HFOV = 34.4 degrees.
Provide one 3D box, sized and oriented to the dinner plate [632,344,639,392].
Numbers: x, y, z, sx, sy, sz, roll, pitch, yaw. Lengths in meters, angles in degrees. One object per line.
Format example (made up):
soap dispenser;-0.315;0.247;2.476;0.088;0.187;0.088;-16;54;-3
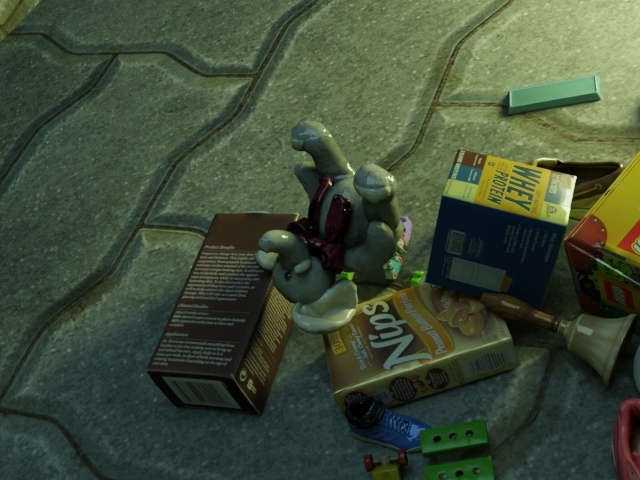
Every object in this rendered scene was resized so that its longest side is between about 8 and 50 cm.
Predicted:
dinner plate;0.544;0.204;1.583;0.141;0.017;0.141;2;93;39

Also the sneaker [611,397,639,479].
sneaker;0.467;0.362;1.454;0.115;0.136;0.314;-16;46;12

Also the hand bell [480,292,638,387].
hand bell;0.375;0.134;1.676;0.242;0.126;0.126;22;61;23

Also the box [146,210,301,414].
box;-0.158;0.129;1.952;0.191;0.143;0.382;1;53;26

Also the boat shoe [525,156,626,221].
boat shoe;0.412;-0.107;1.896;0.342;0.123;0.123;8;54;43

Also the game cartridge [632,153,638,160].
game cartridge;0.632;-0.146;1.928;0.056;0.017;0.083;-38;46;-7

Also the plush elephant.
plush elephant;0.000;0.000;1.796;0.255;0.330;0.272;-39;48;-9

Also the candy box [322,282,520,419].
candy box;0.168;0.174;1.795;0.316;0.088;0.183;-18;43;7

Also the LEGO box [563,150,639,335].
LEGO box;0.702;-0.046;1.677;0.372;0.193;0.500;28;66;40

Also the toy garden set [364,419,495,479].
toy garden set;0.177;0.412;1.606;0.203;0.049;0.244;-12;47;10

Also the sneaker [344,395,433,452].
sneaker;0.111;0.301;1.708;0.152;0.085;0.058;7;53;29

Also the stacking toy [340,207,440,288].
stacking toy;0.148;0.017;1.980;0.166;0.052;0.221;5;54;30

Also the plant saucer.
plant saucer;0.481;-0.304;2.139;0.192;0.018;0.067;-8;47;19

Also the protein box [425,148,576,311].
protein box;0.299;-0.016;1.722;0.201;0.200;0.136;14;43;10
